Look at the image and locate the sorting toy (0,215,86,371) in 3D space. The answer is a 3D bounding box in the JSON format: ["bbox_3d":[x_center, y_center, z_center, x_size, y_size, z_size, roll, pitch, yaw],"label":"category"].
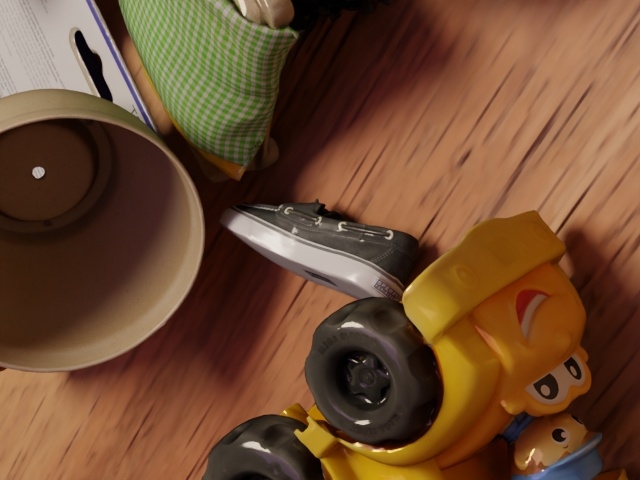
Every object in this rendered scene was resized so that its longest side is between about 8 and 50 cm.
[{"bbox_3d":[-0.277,-0.043,1.137,0.365,0.127,0.126,52,153,27],"label":"sorting toy"}]

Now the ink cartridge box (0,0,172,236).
[{"bbox_3d":[-0.173,-0.064,1.116,0.224,0.045,0.223,-42,66,40],"label":"ink cartridge box"}]

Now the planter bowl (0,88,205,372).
[{"bbox_3d":[-0.156,-0.020,0.981,0.109,0.162,0.162,-120,42,-57],"label":"planter bowl"}]

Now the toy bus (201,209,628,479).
[{"bbox_3d":[0.075,0.127,0.826,0.211,0.149,0.220,48,125,15],"label":"toy bus"}]

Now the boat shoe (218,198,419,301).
[{"bbox_3d":[0.000,0.000,0.950,0.142,0.049,0.040,22,78,44],"label":"boat shoe"}]

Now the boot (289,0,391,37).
[{"bbox_3d":[-0.012,-0.170,0.934,0.099,0.045,0.121,-25,84,47],"label":"boot"}]

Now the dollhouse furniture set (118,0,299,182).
[{"bbox_3d":[-0.145,-0.168,0.941,0.197,0.151,0.301,100,146,-68],"label":"dollhouse furniture set"}]
